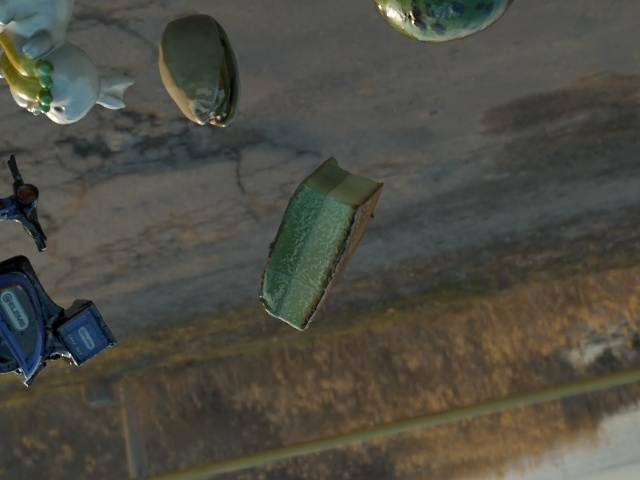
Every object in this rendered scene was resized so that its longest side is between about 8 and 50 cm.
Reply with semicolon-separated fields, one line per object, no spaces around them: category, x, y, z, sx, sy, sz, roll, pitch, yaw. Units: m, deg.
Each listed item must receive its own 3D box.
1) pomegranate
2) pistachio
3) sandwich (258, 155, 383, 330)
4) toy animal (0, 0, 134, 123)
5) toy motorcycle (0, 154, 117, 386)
pomegranate;0.182;-0.425;1.448;0.242;0.242;0.306;-9;159;-5
pistachio;-0.208;-0.293;1.725;0.126;0.223;0.152;5;148;-42
sandwich;0.000;0.000;1.519;0.220;0.108;0.186;-67;171;23
toy animal;-0.487;-0.338;1.804;0.183;0.310;0.247;-12;-153;32
toy motorcycle;-0.469;0.046;1.484;0.212;0.358;0.125;-35;-163;-28
